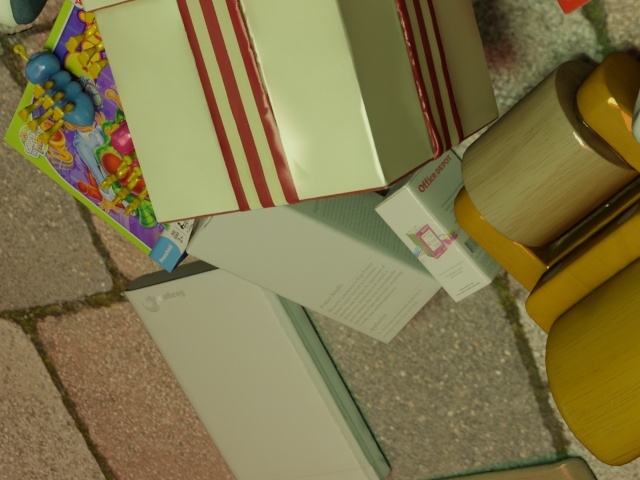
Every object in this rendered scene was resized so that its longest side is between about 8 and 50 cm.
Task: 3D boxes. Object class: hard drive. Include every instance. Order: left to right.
[{"bbox_3d":[-0.072,0.160,1.560,0.203,0.040,0.307,-15,113,36],"label":"hard drive"}]

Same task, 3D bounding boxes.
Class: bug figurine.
[{"bbox_3d":[-0.187,-0.134,1.274,0.216,0.072,0.279,51,151,-6],"label":"bug figurine"}]

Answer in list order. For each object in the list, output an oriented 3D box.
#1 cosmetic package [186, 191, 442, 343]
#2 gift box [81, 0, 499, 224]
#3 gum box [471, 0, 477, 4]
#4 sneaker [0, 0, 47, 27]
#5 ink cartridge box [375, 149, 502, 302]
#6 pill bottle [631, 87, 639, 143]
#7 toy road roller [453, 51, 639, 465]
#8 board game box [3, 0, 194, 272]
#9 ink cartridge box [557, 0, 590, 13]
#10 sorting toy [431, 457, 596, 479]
[{"bbox_3d":[0.000,0.000,1.332,0.231,0.085,0.117,27,133,-14],"label":"cosmetic package"},{"bbox_3d":[-0.044,-0.171,1.082,0.276,0.255,0.258,-8,104,28],"label":"gift box"},{"bbox_3d":[0.085,-0.238,1.186,0.188,0.062,0.107,-32,102,40],"label":"gum box"},{"bbox_3d":[-0.154,-0.319,1.116,0.148,0.350,0.131,22,169,3],"label":"sneaker"},{"bbox_3d":[0.122,-0.018,1.294,0.122,0.088,0.052,50,134,-7],"label":"ink cartridge box"},{"bbox_3d":[0.388,-0.108,1.024,0.278,0.162,0.162,18,128,6],"label":"pill bottle"},{"bbox_3d":[0.255,0.032,1.149,0.329,0.240,0.202,44,131,-3],"label":"toy road roller"},{"bbox_3d":[-0.157,-0.158,1.370,0.233,0.078,0.347,38,132,2],"label":"board game box"},{"bbox_3d":[0.203,-0.334,1.033,0.239,0.060,0.275,-28,95,39],"label":"ink cartridge box"},{"bbox_3d":[0.254,0.383,1.518,0.229,0.041,0.307,-20,109,38],"label":"sorting toy"}]
